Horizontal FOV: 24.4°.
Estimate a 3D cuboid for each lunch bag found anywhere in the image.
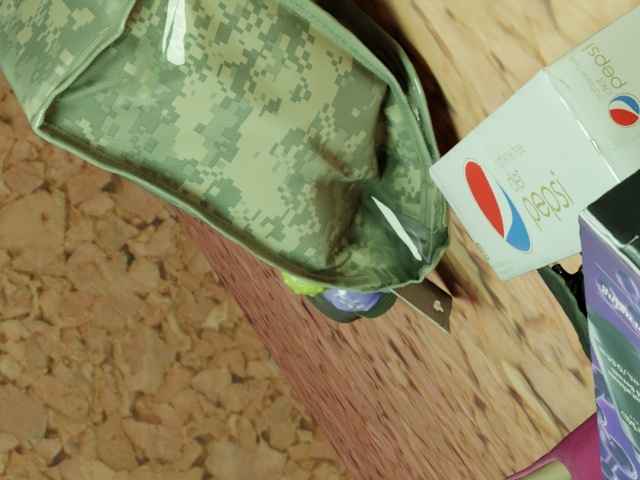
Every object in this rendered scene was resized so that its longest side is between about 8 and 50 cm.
[{"bbox_3d":[-0.055,-0.102,0.938,0.287,0.169,0.235,32,-171,-34],"label":"lunch bag"}]

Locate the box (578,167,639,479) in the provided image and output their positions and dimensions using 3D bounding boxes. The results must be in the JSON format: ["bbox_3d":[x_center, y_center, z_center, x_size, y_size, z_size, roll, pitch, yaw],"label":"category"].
[{"bbox_3d":[0.179,0.063,0.502,0.153,0.108,0.207,50,168,34],"label":"box"}]

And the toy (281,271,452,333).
[{"bbox_3d":[-0.013,0.003,1.097,0.237,0.056,0.137,37,-169,-1],"label":"toy"}]

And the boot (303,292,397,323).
[{"bbox_3d":[-0.003,0.000,1.382,0.189,0.076,0.208,60,177,-4],"label":"boot"}]

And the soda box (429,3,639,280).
[{"bbox_3d":[0.110,-0.038,0.617,0.069,0.074,0.216,56,171,3],"label":"soda box"}]

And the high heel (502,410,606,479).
[{"bbox_3d":[0.143,0.201,0.922,0.127,0.181,0.377,55,171,12],"label":"high heel"}]

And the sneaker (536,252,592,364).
[{"bbox_3d":[0.165,0.061,0.741,0.170,0.051,0.089,52,175,44],"label":"sneaker"}]
